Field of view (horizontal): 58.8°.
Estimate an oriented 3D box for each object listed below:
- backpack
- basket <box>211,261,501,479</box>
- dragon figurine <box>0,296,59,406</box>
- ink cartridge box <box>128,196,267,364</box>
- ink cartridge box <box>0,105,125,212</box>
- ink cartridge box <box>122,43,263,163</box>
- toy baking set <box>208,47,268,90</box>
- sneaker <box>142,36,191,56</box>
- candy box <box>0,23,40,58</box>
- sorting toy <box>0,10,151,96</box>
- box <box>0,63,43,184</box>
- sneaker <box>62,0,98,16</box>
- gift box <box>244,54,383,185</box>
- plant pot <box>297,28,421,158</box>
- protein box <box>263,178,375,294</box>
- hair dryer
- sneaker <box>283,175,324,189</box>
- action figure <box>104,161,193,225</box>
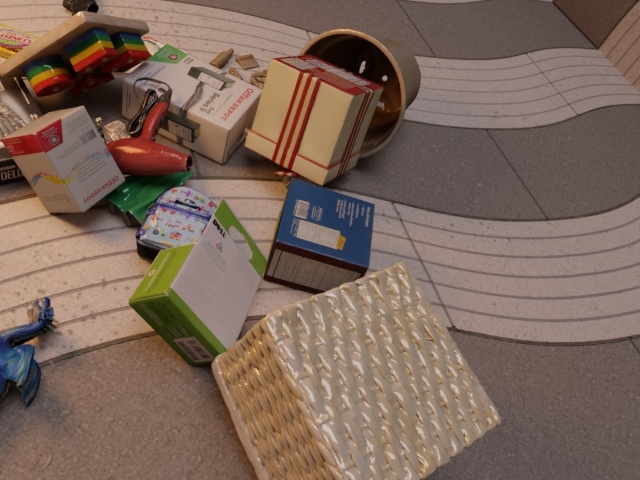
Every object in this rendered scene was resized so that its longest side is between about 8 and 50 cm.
[{"bbox_3d":[-0.280,-0.035,1.169,0.158,0.117,0.174,21,63,-3],"label":"backpack"},{"bbox_3d":[0.050,0.247,0.938,0.328,0.266,0.332,-18,70,-35],"label":"basket"},{"bbox_3d":[-0.501,0.214,0.910,0.143,0.085,0.289,1,49,-21],"label":"dragon figurine"},{"bbox_3d":[-0.214,0.075,1.071,0.189,0.096,0.255,57,34,-33],"label":"ink cartridge box"},{"bbox_3d":[-0.513,-0.159,1.145,0.127,0.176,0.128,0,35,34],"label":"ink cartridge box"},{"bbox_3d":[-0.320,-0.351,1.446,0.289,0.122,0.211,25,47,1],"label":"ink cartridge box"},{"bbox_3d":[-0.233,-0.479,1.656,0.196,0.030,0.256,30,47,5],"label":"toy baking set"},{"bbox_3d":[-0.437,-0.507,1.592,0.161,0.057,0.075,22,63,-5],"label":"sneaker"},{"bbox_3d":[-0.779,-0.503,1.462,0.205,0.027,0.105,19,43,-6],"label":"candy box"},{"bbox_3d":[-0.547,-0.415,1.316,0.090,0.255,0.257,65,19,-9],"label":"sorting toy"},{"bbox_3d":[-0.736,-0.249,1.224,0.242,0.077,0.308,-19,61,-34],"label":"box"},{"bbox_3d":[-0.677,-0.689,1.652,0.089,0.051,0.170,28,51,3],"label":"sneaker"},{"bbox_3d":[-0.028,-0.299,1.404,0.276,0.258,0.255,29,28,19],"label":"gift box"},{"bbox_3d":[0.130,-0.432,1.595,0.333,0.334,0.305,35,36,10],"label":"plant pot"},{"bbox_3d":[0.000,0.000,1.259,0.201,0.136,0.200,17,47,-7],"label":"protein box"},{"bbox_3d":[-0.384,-0.241,1.245,0.223,0.080,0.293,-40,69,-8],"label":"hair dryer"},{"bbox_3d":[-0.016,-0.131,1.425,0.152,0.054,0.061,32,42,8],"label":"sneaker"},{"bbox_3d":[-0.366,-0.124,1.273,0.137,0.064,0.232,34,51,12],"label":"action figure"}]
